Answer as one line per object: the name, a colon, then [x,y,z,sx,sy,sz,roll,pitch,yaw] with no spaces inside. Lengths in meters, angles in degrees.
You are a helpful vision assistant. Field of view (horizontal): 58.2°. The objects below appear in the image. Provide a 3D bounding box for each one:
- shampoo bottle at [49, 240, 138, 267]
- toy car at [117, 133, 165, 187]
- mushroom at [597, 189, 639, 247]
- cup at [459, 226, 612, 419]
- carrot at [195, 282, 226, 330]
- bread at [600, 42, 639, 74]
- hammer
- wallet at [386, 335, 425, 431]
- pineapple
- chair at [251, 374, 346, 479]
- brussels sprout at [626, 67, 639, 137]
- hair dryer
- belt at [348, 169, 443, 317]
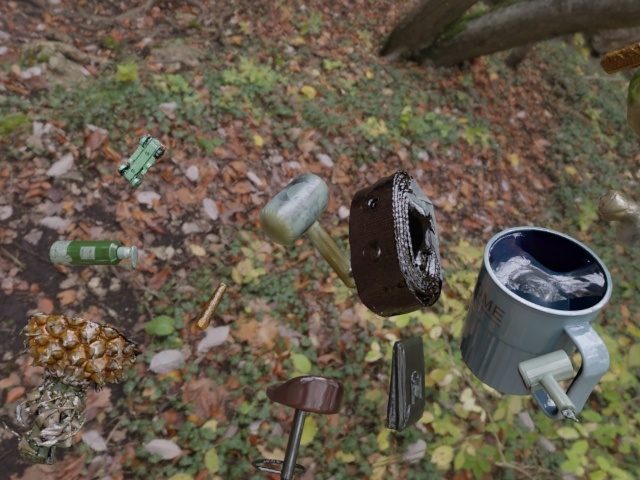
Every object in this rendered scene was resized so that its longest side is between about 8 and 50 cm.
shampoo bottle: [-0.531,0.032,1.361,0.065,0.204,0.065,0,90,-81]
toy car: [-0.483,-0.215,1.558,0.073,0.143,0.054,41,15,-2]
mushroom: [0.756,-0.057,1.423,0.223,0.092,0.081,32,35,-45]
cup: [0.490,0.185,1.284,0.331,0.311,0.256,35,51,29]
carrot: [-0.332,0.202,1.761,0.042,0.042,0.171,45,46,-22]
bread: [0.682,-0.402,1.260,0.052,0.044,0.157,40,-8,-14]
hammer: [0.000,0.000,1.379,0.305,0.113,0.202,52,53,-13]
wallet: [0.246,0.394,1.598,0.168,0.052,0.245,1,91,-51]
pineapple: [-0.544,0.321,1.202,0.262,0.262,0.272,37,52,-35]
chair: [-0.070,0.551,1.576,0.226,0.226,0.401,20,82,-49]
brussels sprout: [0.902,-0.339,1.314,0.276,0.371,0.315,56,3,31]
hair dryer: [0.288,0.179,0.695,0.124,0.063,0.038,-90,157,-73]
belt: [0.162,0.003,1.157,0.184,0.164,0.289,22,57,-45]
